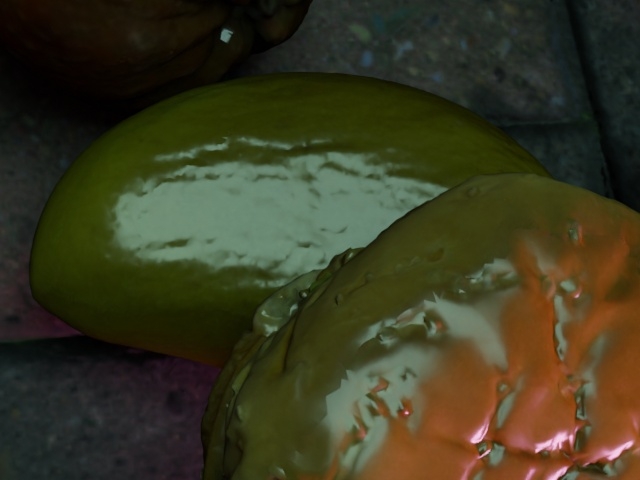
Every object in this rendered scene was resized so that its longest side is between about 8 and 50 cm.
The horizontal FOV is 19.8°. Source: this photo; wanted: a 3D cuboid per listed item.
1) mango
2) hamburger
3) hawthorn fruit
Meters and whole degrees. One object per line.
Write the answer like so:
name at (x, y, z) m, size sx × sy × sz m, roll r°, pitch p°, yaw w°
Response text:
mango at (0.004, -0.007, 1.079) m, size 0.332 × 0.142 × 0.195 m, roll 15°, pitch 70°, yaw -14°
hamburger at (0.094, 0.119, 0.946) m, size 0.319 × 0.158 × 0.318 m, roll 0°, pitch 90°, yaw -24°
hawthorn fruit at (-0.119, -0.204, 1.088) m, size 0.262 × 0.258 × 0.258 m, roll 18°, pitch 62°, yaw 14°
